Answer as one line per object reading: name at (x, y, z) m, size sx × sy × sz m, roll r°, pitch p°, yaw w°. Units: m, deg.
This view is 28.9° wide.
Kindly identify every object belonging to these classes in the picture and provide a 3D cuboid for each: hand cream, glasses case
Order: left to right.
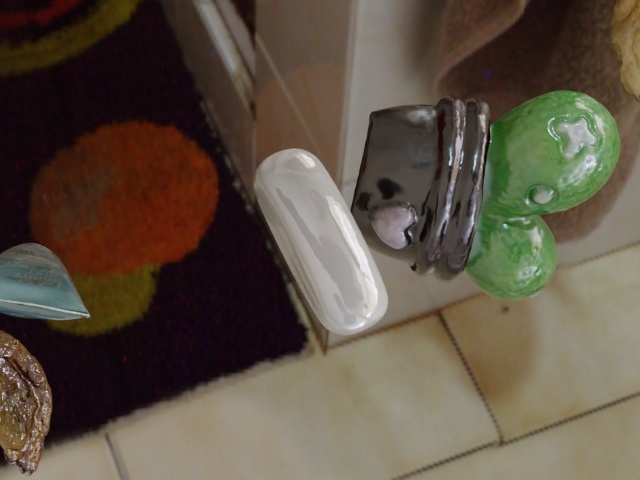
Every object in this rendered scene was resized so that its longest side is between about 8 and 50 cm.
hand cream at (-0.266, 0.038, 1.111) m, size 0.111 × 0.312 × 0.070 m, roll 12°, pitch 88°, yaw -13°
glasses case at (0.000, 0.000, 1.021) m, size 0.063 × 0.041 × 0.164 m, roll -22°, pitch 79°, yaw -28°

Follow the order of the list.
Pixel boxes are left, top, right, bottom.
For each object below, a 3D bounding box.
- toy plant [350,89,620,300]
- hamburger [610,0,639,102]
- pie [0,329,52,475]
toy plant at (0.152, -0.051, 1.181) m, size 0.235 × 0.218 × 0.175 m, roll 10°, pitch 30°, yaw -2°
hamburger at (0.292, -0.144, 0.694) m, size 0.145 × 0.259 × 0.283 m, roll -10°, pitch 49°, yaw -27°
pie at (-0.301, 0.139, 1.161) m, size 0.033 × 0.191 × 0.088 m, roll 22°, pitch 64°, yaw 40°
